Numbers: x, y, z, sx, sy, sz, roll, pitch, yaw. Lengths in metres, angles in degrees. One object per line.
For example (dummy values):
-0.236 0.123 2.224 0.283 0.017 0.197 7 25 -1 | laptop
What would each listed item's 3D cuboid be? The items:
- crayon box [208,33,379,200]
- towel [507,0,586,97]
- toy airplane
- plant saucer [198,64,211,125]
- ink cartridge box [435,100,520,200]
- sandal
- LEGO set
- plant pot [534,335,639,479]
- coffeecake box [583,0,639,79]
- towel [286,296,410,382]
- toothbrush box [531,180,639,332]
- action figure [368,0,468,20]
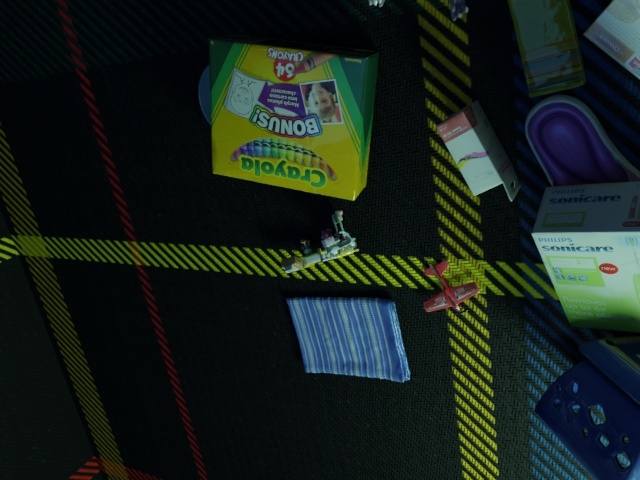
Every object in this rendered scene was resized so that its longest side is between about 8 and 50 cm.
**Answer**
-0.068 -0.281 1.293 0.362 0.106 0.313 12 118 16 | crayon box
0.405 -0.385 1.038 0.102 0.021 0.237 -10 107 33 | towel
0.293 0.111 1.341 0.151 0.028 0.151 12 117 25 | toy airplane
-0.216 -0.352 1.420 0.194 0.037 0.195 13 118 25 | plant saucer
0.318 -0.167 1.136 0.067 0.115 0.198 -27 97 36 | ink cartridge box
0.521 -0.080 1.063 0.416 0.102 0.169 48 130 0 | sandal
0.000 0.000 1.421 0.287 0.132 0.107 -22 83 60 | LEGO set
0.599 0.316 1.087 0.236 0.235 0.212 53 134 53 | plant pot
0.552 -0.371 0.926 0.142 0.068 0.185 42 127 7 | coffeecake box
0.070 0.266 1.545 0.335 0.040 0.243 -3 110 32 | towel
0.526 0.036 1.014 0.206 0.122 0.283 0 138 40 | toothbrush box
0.218 -0.517 0.948 0.370 0.248 0.276 15 112 28 | action figure
